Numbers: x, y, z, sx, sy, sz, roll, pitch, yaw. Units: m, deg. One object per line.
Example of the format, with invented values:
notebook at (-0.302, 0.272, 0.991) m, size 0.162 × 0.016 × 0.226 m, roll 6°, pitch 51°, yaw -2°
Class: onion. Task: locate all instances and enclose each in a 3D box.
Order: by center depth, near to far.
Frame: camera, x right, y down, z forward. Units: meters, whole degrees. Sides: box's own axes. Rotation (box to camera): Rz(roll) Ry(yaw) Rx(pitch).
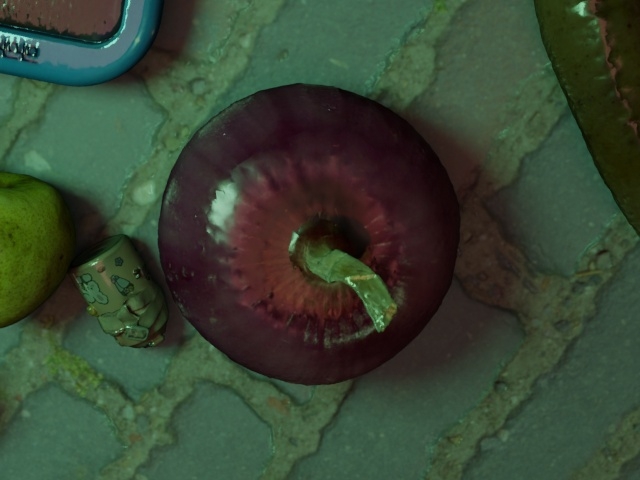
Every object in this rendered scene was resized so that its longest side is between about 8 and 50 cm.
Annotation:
onion at (-0.010, -0.016, 1.205) m, size 0.358 × 0.345 × 0.358 m, roll 2°, pitch 71°, yaw -6°

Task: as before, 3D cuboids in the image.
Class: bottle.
bottle at (-0.248, 0.076, 1.321) m, size 0.099 × 0.099 × 0.152 m, roll -26°, pitch 106°, yaw 4°

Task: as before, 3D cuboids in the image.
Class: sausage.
sausage at (0.378, -0.164, 1.271) m, size 0.136 × 0.123 × 0.501 m, roll -33°, pitch 106°, yaw -24°

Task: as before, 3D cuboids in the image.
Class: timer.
timer at (-0.343, -0.347, 1.195) m, size 0.340 × 0.115 × 0.309 m, roll 10°, pitch 103°, yaw -5°

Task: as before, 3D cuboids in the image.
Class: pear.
pear at (-0.396, 0.011, 1.249) m, size 0.197 × 0.197 × 0.197 m, roll -1°, pitch 105°, yaw -2°
